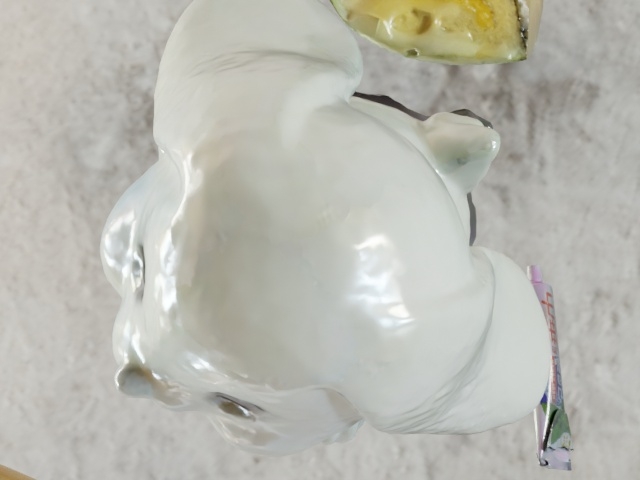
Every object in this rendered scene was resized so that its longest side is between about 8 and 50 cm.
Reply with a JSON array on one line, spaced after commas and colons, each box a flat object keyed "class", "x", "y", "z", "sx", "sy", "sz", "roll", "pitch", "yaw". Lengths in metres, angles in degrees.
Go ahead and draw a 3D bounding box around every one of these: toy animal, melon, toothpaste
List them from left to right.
[{"class": "toy animal", "x": 0.011, "y": 0.007, "z": 0.746, "sx": 0.174, "sy": 0.289, "sz": 0.249, "roll": -40, "pitch": 114, "yaw": 16}, {"class": "melon", "x": 0.059, "y": -0.174, "z": 0.876, "sx": 0.128, "sy": 0.079, "sz": 0.160, "roll": -14, "pitch": 98, "yaw": 1}, {"class": "toothpaste", "x": 0.182, "y": 0.102, "z": 1.237, "sx": 0.028, "sy": 0.045, "sz": 0.170, "roll": -17, "pitch": 67, "yaw": 36}]

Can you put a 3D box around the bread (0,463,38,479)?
[{"class": "bread", "x": -0.276, "y": 0.215, "z": 1.271, "sx": 0.103, "sy": 0.062, "sz": 0.049, "roll": 18, "pitch": 129, "yaw": 15}]
